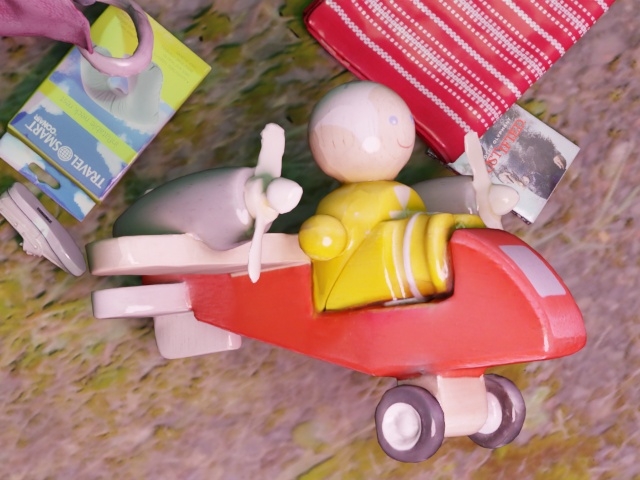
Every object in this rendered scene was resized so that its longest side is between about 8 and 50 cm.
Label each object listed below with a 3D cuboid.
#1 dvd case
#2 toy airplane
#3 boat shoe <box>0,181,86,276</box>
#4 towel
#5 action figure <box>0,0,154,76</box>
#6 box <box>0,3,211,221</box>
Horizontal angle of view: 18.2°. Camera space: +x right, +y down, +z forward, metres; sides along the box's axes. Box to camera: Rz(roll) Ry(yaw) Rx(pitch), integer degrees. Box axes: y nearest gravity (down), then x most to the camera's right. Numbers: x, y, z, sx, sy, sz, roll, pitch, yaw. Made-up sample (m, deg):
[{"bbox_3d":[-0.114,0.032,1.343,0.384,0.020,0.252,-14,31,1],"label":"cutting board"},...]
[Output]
[{"bbox_3d":[0.169,-0.083,1.846,0.119,0.013,0.087,35,81,-4],"label":"dvd case"},{"bbox_3d":[0.000,0.000,1.626,0.384,0.386,0.272,9,99,-8],"label":"toy airplane"},{"bbox_3d":[-0.248,-0.003,1.761,0.035,0.035,0.100,-39,97,17],"label":"boat shoe"},{"bbox_3d":[0.140,-0.227,1.836,0.199,0.031,0.275,45,80,0],"label":"towel"},{"bbox_3d":[-0.370,-0.215,1.702,0.370,0.248,0.276,-29,131,8],"label":"action figure"},{"bbox_3d":[-0.194,-0.118,1.771,0.109,0.042,0.178,39,80,-5],"label":"box"}]
